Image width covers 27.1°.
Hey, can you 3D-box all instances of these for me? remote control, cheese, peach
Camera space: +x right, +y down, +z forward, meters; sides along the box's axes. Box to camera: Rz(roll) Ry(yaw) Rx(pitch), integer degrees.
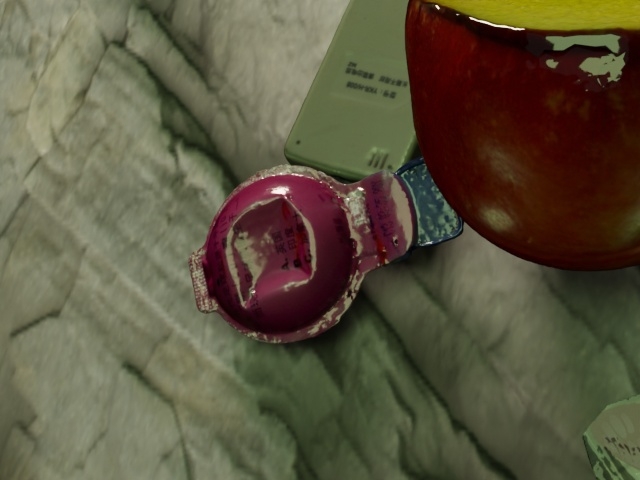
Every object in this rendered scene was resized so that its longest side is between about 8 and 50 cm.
[{"bbox_3d":[0.073,-0.177,1.172,0.123,0.038,0.285,15,74,25],"label":"remote control"},{"bbox_3d":[0.000,0.000,1.102,0.244,0.062,0.155,-21,73,18],"label":"cheese"},{"bbox_3d":[0.179,-0.109,0.984,0.274,0.248,0.245,33,107,37],"label":"peach"}]

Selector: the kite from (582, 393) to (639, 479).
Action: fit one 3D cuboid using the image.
[{"bbox_3d":[0.367,0.129,0.937,0.360,0.022,0.204,-35,61,10],"label":"kite"}]
